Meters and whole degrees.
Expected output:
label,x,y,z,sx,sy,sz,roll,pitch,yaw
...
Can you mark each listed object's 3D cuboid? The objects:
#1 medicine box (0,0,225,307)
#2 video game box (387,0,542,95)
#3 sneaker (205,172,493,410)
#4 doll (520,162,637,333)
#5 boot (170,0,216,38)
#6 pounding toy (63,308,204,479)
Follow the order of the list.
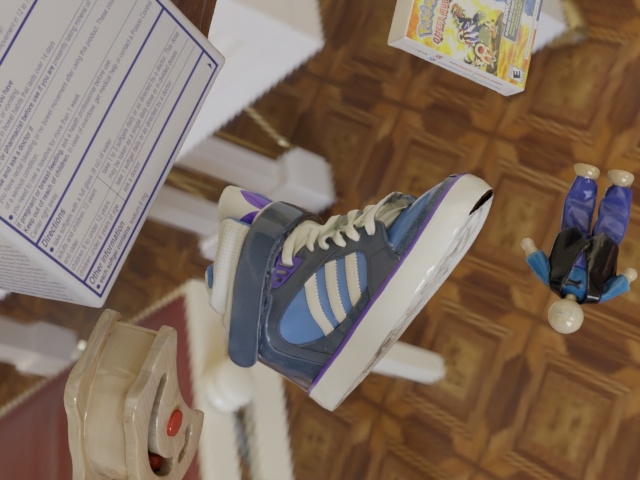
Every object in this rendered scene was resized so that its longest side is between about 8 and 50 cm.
label,x,y,z,sx,sy,sz,roll,pitch,yaw
medicine box,-0.260,-0.130,1.198,0.149,0.289,0.263,5,62,41
video game box,0.190,-0.308,1.776,0.048,0.187,0.205,-12,63,62
sneaker,0.000,0.000,1.428,0.236,0.130,0.323,41,126,10
doll,0.280,0.012,1.540,0.129,0.046,0.189,12,71,14
boot,-0.178,-0.288,1.891,0.090,0.248,0.207,-3,86,13
pounding toy,-0.153,0.201,1.453,0.155,0.154,0.269,14,128,16
